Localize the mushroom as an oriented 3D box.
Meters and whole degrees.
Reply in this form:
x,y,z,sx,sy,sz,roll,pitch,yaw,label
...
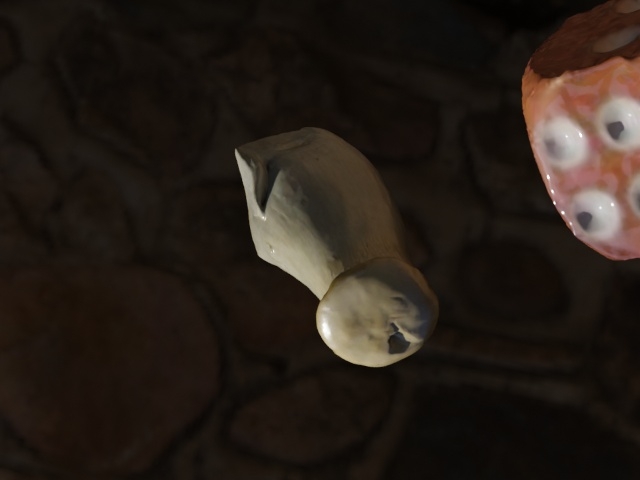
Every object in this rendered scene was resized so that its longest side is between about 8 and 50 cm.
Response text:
x,y,z,sx,sy,sz,roll,pitch,yaw,label
0.005,-0.009,1.397,0.096,0.108,0.247,38,-174,-35,mushroom

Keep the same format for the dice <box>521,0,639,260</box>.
x,y,z,sx,sy,sz,roll,pitch,yaw,label
0.268,-0.100,1.554,0.175,0.179,0.174,-13,108,34,dice
